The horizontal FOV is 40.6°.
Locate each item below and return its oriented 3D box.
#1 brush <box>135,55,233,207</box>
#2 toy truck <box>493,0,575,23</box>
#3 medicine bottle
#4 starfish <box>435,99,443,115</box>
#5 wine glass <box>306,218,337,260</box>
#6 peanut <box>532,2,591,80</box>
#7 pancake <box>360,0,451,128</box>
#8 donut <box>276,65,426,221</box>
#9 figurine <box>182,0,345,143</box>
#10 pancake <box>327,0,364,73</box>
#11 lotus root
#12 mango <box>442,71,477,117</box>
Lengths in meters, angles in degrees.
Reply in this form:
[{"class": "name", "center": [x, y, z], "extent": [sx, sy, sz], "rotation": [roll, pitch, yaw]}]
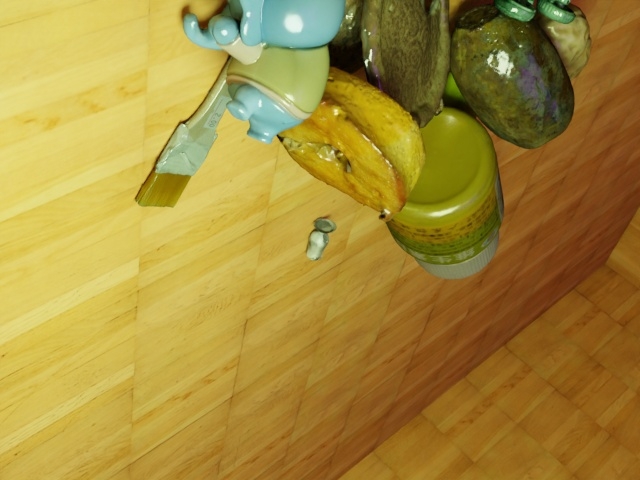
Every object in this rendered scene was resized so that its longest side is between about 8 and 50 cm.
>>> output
[{"class": "brush", "center": [-0.130, -0.180, 1.108], "extent": [0.336, 0.020, 0.085], "rotation": [-56, 154, 16]}, {"class": "toy truck", "center": [0.325, -0.435, 1.323], "extent": [0.279, 0.156, 0.155], "rotation": [-15, 139, -51]}, {"class": "medicine bottle", "center": [0.226, -0.071, 1.604], "extent": [0.224, 0.224, 0.384], "rotation": [-47, 156, -4]}, {"class": "starfish", "center": [0.133, -0.273, 1.370], "extent": [0.213, 0.057, 0.238], "rotation": [-47, 137, -17]}, {"class": "wine glass", "center": [0.000, 0.000, 1.553], "extent": [0.042, 0.039, 0.083], "rotation": [-18, 145, -30]}, {"class": "peanut", "center": [0.418, -0.357, 1.576], "extent": [0.147, 0.147, 0.305], "rotation": [-55, 164, 13]}, {"class": "pancake", "center": [0.132, -0.292, 1.250], "extent": [0.286, 0.033, 0.288], "rotation": [-57, 143, -37]}, {"class": "donut", "center": [0.036, -0.136, 1.194], "extent": [0.118, 0.253, 0.253], "rotation": [-54, 156, -9]}, {"class": "figurine", "center": [-0.051, -0.246, 0.985], "extent": [0.180, 0.154, 0.262], "rotation": [18, 99, -37]}, {"class": "pancake", "center": [0.047, -0.289, 1.223], "extent": [0.152, 0.025, 0.151], "rotation": [-30, 146, -24]}, {"class": "lotus root", "center": [0.316, -0.265, 1.419], "extent": [0.160, 0.152, 0.275], "rotation": [-43, 124, 2]}, {"class": "mango", "center": [0.278, -0.284, 1.543], "extent": [0.163, 0.089, 0.117], "rotation": [-55, 151, 13]}]
